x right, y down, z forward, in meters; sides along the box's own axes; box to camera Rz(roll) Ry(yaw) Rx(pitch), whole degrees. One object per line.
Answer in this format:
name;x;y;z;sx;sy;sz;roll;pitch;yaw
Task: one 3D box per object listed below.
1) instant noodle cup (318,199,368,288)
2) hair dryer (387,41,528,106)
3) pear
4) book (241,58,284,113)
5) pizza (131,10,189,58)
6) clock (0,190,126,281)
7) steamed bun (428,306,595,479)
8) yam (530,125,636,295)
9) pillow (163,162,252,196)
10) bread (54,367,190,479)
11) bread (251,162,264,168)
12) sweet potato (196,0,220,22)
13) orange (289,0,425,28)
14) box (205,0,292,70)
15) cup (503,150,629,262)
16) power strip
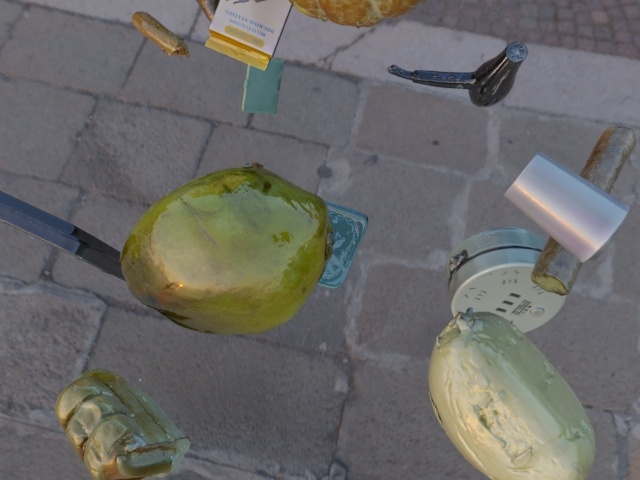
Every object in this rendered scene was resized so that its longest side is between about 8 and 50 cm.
instant noodle cup;0.000;0.000;1.420;0.157;0.070;0.179;19;102;-21
hair dryer;0.223;-0.283;1.127;0.218;0.195;0.075;3;81;-1
pear;-0.136;0.017;1.012;0.320;0.269;0.269;-15;64;8
book;-0.144;-0.381;1.640;0.103;0.135;0.017;-6;26;-38
pizza;-0.403;-0.515;1.673;0.271;0.134;0.056;41;95;34
clock;-0.466;-0.016;1.154;0.278;0.273;0.049;23;80;11
steamed bun;0.245;0.231;0.934;0.166;0.232;0.273;-44;81;20
yam;0.401;-0.052;1.006;0.066;0.066;0.300;28;71;11
pillow;-0.232;-0.079;1.278;0.229;0.051;0.128;-10;47;33
bread;-0.560;0.504;1.784;0.341;0.300;0.210;39;91;23
bread;-0.206;-0.218;2.148;0.046;0.036;0.083;21;30;-10
sweet potato;-0.250;-0.507;1.240;0.067;0.067;0.274;-32;89;-17
orange;0.059;-0.491;1.004;0.329;0.249;0.330;4;98;28
box;-0.109;-0.448;1.216;0.129;0.033;0.247;20;90;-9
cup;0.267;-0.042;0.720;0.116;0.074;0.104;39;39;11
power strip;0.534;0.128;1.989;0.357;0.358;0.162;1;45;-2
